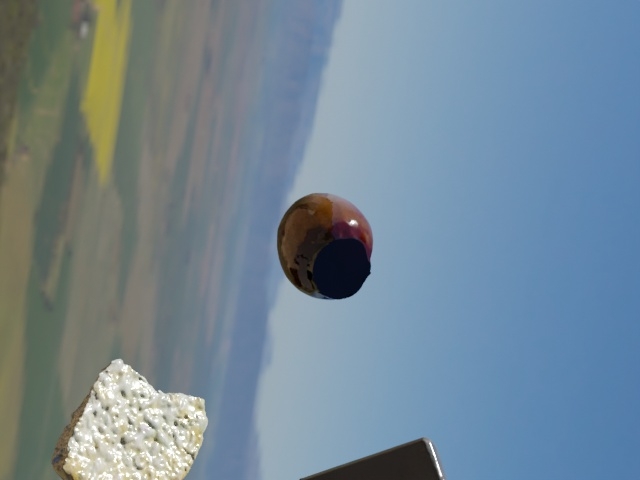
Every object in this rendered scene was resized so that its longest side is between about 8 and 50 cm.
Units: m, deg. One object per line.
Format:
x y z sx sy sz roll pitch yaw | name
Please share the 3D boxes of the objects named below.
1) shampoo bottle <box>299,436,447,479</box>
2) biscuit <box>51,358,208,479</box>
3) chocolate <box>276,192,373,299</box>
0.063 0.372 2.342 0.080 0.246 0.079 56 16 -65 | shampoo bottle
-0.250 0.250 2.061 0.040 0.265 0.188 -23 -96 42 | biscuit
0.000 0.000 1.961 0.133 0.124 0.127 39 -39 49 | chocolate
